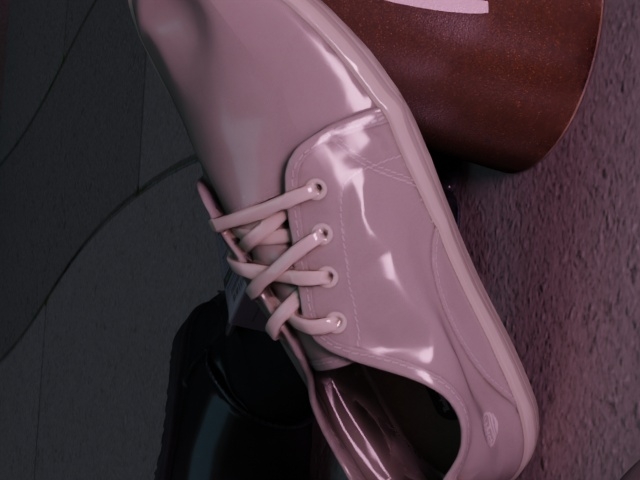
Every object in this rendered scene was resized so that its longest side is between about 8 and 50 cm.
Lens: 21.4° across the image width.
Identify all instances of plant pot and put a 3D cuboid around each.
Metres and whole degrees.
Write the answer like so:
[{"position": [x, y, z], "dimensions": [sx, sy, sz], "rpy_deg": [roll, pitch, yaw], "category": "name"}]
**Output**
[{"position": [0.053, -0.171, 1.245], "dimensions": [0.215, 0.230, 0.215], "rpy_deg": [-173, 90, -69], "category": "plant pot"}]

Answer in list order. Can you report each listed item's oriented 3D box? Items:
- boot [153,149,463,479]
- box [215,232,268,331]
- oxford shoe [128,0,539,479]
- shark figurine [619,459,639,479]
[{"position": [-0.006, 0.120, 1.453], "dimensions": [0.445, 0.146, 0.367], "rpy_deg": [-48, 42, 49], "category": "boot"}, {"position": [-0.043, -0.039, 1.378], "dimensions": [0.186, 0.038, 0.145], "rpy_deg": [-105, 35, -52], "category": "box"}, {"position": [0.000, 0.000, 1.149], "dimensions": [0.169, 0.130, 0.449], "rpy_deg": [-19, 104, 46], "category": "oxford shoe"}, {"position": [0.154, 0.265, 1.020], "dimensions": [0.166, 0.116, 0.278], "rpy_deg": [153, 123, -66], "category": "shark figurine"}]
